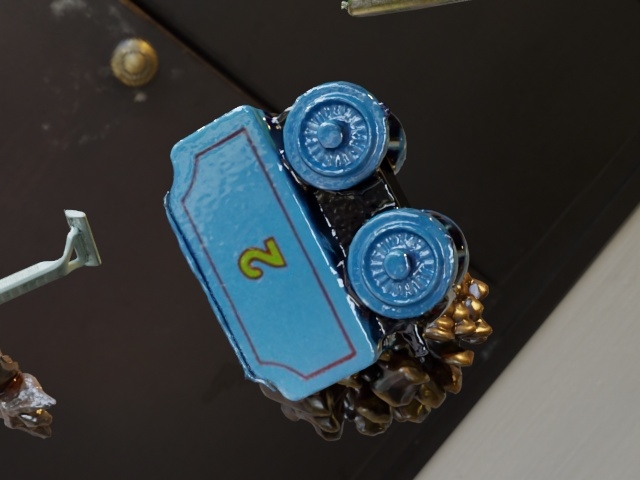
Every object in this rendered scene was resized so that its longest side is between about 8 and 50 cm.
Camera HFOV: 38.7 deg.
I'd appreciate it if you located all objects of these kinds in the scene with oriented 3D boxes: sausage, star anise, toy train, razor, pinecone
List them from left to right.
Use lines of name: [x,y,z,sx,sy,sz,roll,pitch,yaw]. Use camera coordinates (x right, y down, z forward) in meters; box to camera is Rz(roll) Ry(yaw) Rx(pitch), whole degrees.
star anise: [-0.416,0.184,1.178,0.195,0.065,0.182,53,-31,-3]
razor: [-0.453,0.065,1.333,0.056,0.278,0.111,41,-29,33]
toy train: [0.000,0.000,0.949,0.300,0.265,0.188,63,12,4]
pinecone: [0.056,0.125,1.435,0.398,0.397,0.398,39,4,-3]
sausage: [0.140,-0.279,1.011,0.269,0.032,0.033,-1,-20,31]
